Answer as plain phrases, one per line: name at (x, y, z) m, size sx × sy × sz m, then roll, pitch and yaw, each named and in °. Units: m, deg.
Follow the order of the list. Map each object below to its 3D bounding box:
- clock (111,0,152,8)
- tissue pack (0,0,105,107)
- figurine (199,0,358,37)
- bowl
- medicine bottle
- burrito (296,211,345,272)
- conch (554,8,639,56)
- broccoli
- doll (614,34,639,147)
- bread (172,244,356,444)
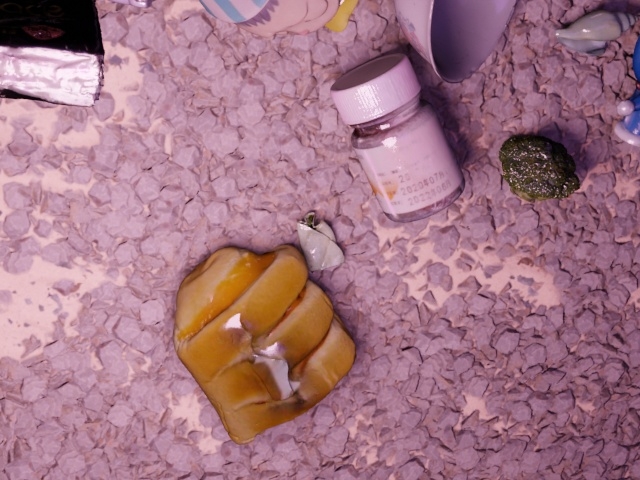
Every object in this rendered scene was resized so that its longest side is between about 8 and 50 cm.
clock at (-0.387, -0.478, 1.696) m, size 0.254 × 0.189 × 0.189 m, roll 6°, pitch 104°, yaw -8°
tissue pack at (-0.462, -0.310, 1.633) m, size 0.245 × 0.332 × 0.123 m, roll 4°, pitch 114°, yaw -16°
figurine at (-0.079, -0.479, 1.605) m, size 0.266 × 0.377 × 0.361 m, roll 23°, pitch 117°, yaw 20°
bowl at (0.214, -0.456, 1.823) m, size 0.157 × 0.345 × 0.346 m, roll 24°, pitch 102°, yaw 26°
medicine bottle at (0.139, -0.182, 1.908) m, size 0.165 × 0.165 × 0.273 m, roll -29°, pitch 110°, yaw -4°
burrito at (-0.003, 0.002, 1.990) m, size 0.074 × 0.044 × 0.118 m, roll -20°, pitch 112°, yaw -5°
conch at (0.524, -0.397, 2.002) m, size 0.180 × 0.088 × 0.065 m, roll -13°, pitch 65°, yaw -3°
broccoli at (0.416, -0.132, 2.012) m, size 0.162 × 0.146 × 0.138 m, roll 9°, pitch 143°, yaw -3°
doll at (0.655, -0.297, 2.007) m, size 0.215 × 0.161 × 0.257 m, roll -12°, pitch 123°, yaw -40°
bread at (-0.107, 0.174, 1.931) m, size 0.300 × 0.210 × 0.341 m, roll -29°, pitch 110°, yaw -7°
